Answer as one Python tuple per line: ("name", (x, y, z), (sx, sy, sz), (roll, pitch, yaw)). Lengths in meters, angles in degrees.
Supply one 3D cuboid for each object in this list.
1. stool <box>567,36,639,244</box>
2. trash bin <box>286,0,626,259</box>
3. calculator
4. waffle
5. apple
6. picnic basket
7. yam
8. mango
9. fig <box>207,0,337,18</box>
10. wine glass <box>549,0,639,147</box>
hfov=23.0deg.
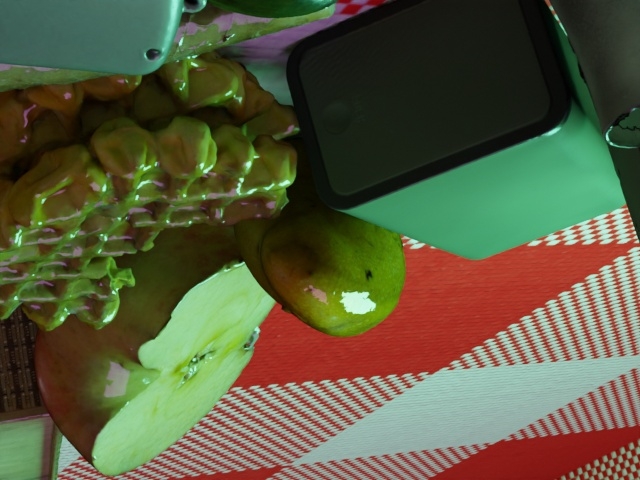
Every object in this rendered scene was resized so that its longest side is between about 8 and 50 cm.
("stool", (0.334, -0.156, 1.222), (0.244, 0.269, 0.170), (-16, 159, 3))
("trash bin", (0.146, -0.091, 1.428), (0.223, 0.158, 0.343), (-21, 160, 17))
("calculator", (-0.198, -0.170, 1.037), (0.246, 0.045, 0.141), (4, 143, -9))
("waffle", (-0.186, -0.047, 1.329), (0.261, 0.151, 0.324), (12, 144, -44))
("apple", (-0.180, 0.078, 1.610), (0.251, 0.163, 0.293), (-21, 148, -56))
("picnic basket", (-0.415, 0.182, 1.758), (0.228, 0.175, 0.313), (-8, 155, -16))
("yam", (-0.160, -0.159, 1.151), (0.357, 0.081, 0.081), (-15, 160, -5))
("mango", (-0.004, 0.003, 1.442), (0.120, 0.177, 0.295), (-43, -166, 22))
("fig", (-0.060, -0.203, 1.076), (0.178, 0.117, 0.117), (-7, 161, 8))
("wine glass", (0.209, -0.185, 1.108), (0.103, 0.231, 0.103), (-12, 159, -5))
